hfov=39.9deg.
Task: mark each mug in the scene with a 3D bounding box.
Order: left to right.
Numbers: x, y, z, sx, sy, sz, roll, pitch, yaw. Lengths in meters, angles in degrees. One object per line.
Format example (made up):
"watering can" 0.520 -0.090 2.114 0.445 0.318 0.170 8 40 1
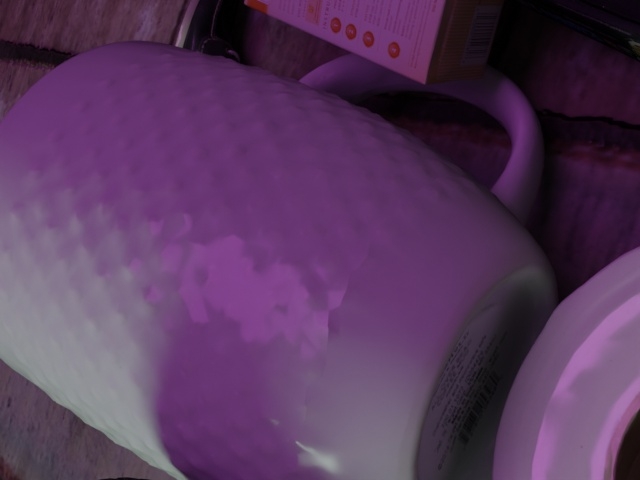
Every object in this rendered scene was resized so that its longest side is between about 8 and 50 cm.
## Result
"mug" 0.000 0.000 0.606 0.328 0.276 0.374 23 62 34

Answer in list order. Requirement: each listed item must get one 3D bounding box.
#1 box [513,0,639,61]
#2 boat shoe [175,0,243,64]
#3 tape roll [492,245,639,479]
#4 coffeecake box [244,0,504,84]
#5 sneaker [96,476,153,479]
"box" 0.238 -0.257 0.530 0.296 0.073 0.293 -55 30 14
"boat shoe" -0.111 -0.162 0.884 0.079 0.084 0.233 12 74 6
"tape roll" 0.231 0.133 0.437 0.286 0.100 0.286 -15 66 38
"coffeecake box" 0.039 -0.206 0.604 0.185 0.068 0.142 33 123 36
"sneaker" -0.028 0.210 0.485 0.139 0.340 0.125 -3 69 39
